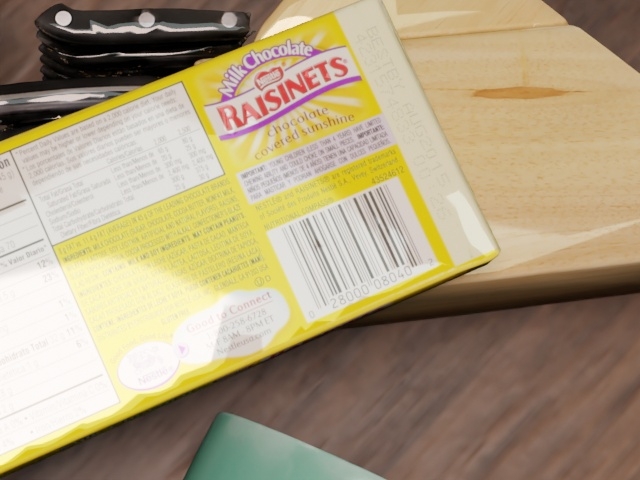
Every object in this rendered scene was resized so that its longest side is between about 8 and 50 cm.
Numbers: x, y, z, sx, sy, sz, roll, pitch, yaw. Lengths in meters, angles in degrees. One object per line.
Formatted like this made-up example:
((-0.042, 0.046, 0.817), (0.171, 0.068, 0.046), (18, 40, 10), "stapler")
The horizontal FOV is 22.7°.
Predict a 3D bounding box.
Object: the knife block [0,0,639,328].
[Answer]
((0.000, 0.000, 0.614), (0.276, 0.088, 0.242), (38, 77, 1), "knife block")

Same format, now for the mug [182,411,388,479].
((0.013, 0.138, 0.565), (0.158, 0.129, 0.097), (27, 79, -1), "mug")

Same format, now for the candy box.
((-0.052, 0.000, 0.548), (0.206, 0.027, 0.105), (-23, 79, -11), "candy box")
